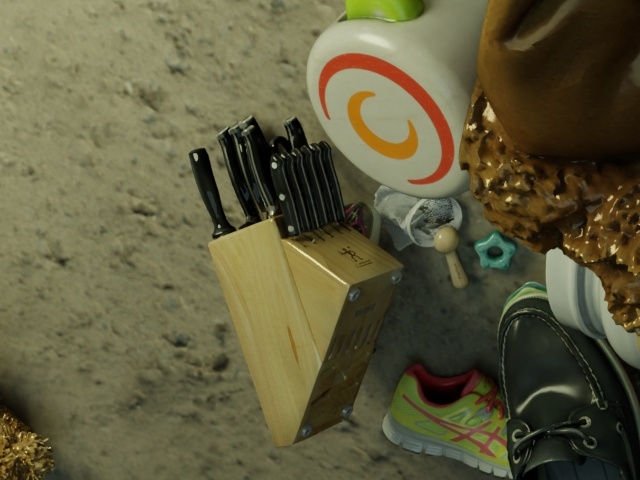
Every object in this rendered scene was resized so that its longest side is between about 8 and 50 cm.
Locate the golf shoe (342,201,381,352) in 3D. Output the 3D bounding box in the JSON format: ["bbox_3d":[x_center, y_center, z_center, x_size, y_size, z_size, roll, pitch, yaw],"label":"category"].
[{"bbox_3d":[0.034,0.042,1.697,0.067,0.086,0.186,40,127,42],"label":"golf shoe"}]

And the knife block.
[{"bbox_3d":[-0.049,0.026,1.644,0.242,0.088,0.275,35,123,29],"label":"knife block"}]

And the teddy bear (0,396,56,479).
[{"bbox_3d":[-0.438,0.163,1.825,0.245,0.113,0.338,-14,112,20],"label":"teddy bear"}]

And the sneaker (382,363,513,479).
[{"bbox_3d":[0.169,0.179,1.725,0.209,0.081,0.094,10,116,7],"label":"sneaker"}]

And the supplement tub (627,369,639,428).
[{"bbox_3d":[0.330,0.208,1.685,0.117,0.117,0.190,20,118,1],"label":"supplement tub"}]

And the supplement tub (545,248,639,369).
[{"bbox_3d":[0.389,0.023,1.465,0.331,0.241,0.241,17,121,31],"label":"supplement tub"}]

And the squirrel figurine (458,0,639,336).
[{"bbox_3d":[0.308,-0.118,1.289,0.371,0.281,0.397,15,117,6],"label":"squirrel figurine"}]

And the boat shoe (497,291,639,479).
[{"bbox_3d":[0.236,0.216,1.598,0.127,0.113,0.340,-15,88,28],"label":"boat shoe"}]

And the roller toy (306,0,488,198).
[{"bbox_3d":[0.099,-0.146,1.516,0.191,0.146,0.209,40,148,6],"label":"roller toy"}]

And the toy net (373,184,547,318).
[{"bbox_3d":[0.159,0.008,1.660,0.232,0.045,0.122,31,118,-5],"label":"toy net"}]
